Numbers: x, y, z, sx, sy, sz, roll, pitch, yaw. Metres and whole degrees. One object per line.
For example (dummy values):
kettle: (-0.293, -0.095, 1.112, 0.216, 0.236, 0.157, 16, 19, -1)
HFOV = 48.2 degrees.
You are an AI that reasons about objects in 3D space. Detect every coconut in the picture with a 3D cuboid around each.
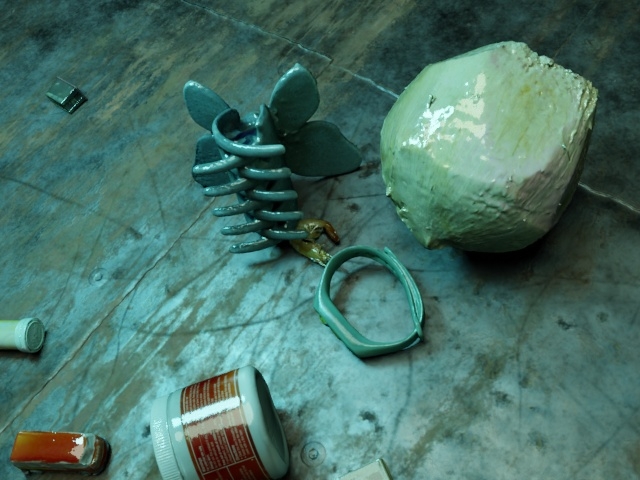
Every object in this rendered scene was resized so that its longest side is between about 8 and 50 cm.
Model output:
coconut: (0.289, -0.148, 1.339, 0.405, 0.404, 0.404, -6, 58, 9)

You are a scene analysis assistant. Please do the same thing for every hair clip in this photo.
hair clip: (-0.123, -0.155, 1.454, 0.392, 0.318, 0.238, -4, 51, 8)

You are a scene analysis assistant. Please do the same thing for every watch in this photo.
watch: (0.100, 0.122, 1.387, 0.195, 0.068, 0.237, -39, 65, -7)

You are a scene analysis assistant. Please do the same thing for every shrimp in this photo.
shrimp: (0.001, 0.005, 1.514, 0.095, 0.045, 0.162, -30, 50, -31)

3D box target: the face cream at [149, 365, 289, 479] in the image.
face cream: (-0.171, 0.339, 1.245, 0.187, 0.201, 0.201, -20, 57, 1)

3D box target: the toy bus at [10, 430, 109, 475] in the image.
toy bus: (-0.495, 0.399, 1.353, 0.174, 0.077, 0.079, -2, 59, 12)

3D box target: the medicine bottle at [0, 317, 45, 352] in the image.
medicine bottle: (-0.703, 0.201, 1.525, 0.218, 0.074, 0.073, -1, 59, 14)

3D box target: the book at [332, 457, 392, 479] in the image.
book: (0.082, 0.486, 1.209, 0.139, 0.016, 0.198, -24, 57, -2)

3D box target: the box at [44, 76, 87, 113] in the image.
box: (-0.671, -0.380, 1.879, 0.085, 0.060, 0.063, 31, 78, 26)
